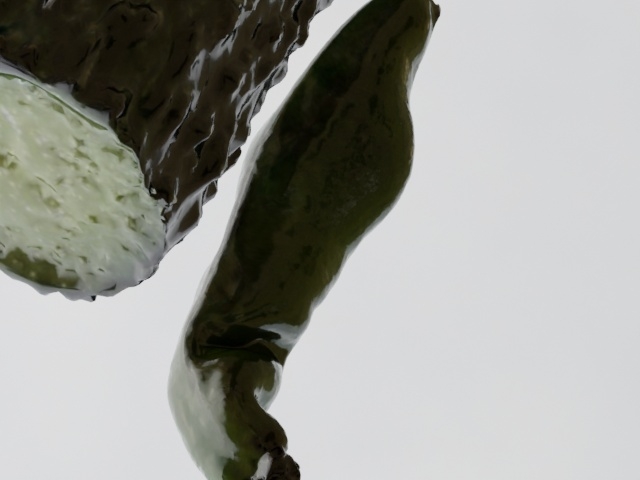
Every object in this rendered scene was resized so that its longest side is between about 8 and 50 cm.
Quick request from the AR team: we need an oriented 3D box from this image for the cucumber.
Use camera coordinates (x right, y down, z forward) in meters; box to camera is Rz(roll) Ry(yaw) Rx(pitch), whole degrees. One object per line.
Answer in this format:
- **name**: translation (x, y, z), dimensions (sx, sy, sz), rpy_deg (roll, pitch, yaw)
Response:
- **cucumber**: translation (-0.012, -0.129, 0.606), dimensions (0.096, 0.096, 0.359), rpy_deg (48, -134, -18)

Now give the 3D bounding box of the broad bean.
- **broad bean**: translation (-0.008, 0.001, 0.643), dimensions (0.046, 0.061, 0.195), rpy_deg (58, -138, -58)
